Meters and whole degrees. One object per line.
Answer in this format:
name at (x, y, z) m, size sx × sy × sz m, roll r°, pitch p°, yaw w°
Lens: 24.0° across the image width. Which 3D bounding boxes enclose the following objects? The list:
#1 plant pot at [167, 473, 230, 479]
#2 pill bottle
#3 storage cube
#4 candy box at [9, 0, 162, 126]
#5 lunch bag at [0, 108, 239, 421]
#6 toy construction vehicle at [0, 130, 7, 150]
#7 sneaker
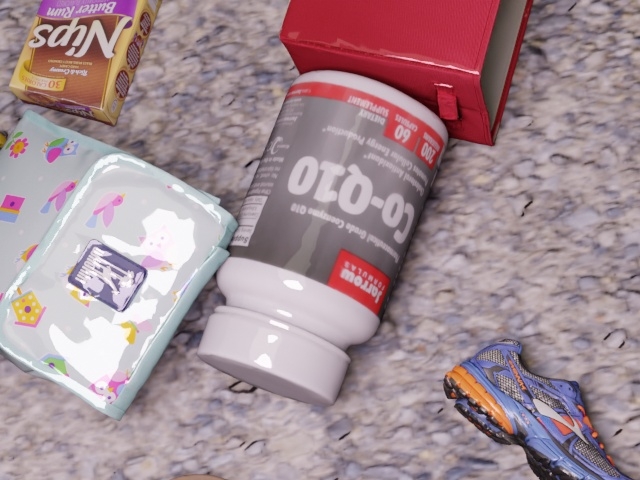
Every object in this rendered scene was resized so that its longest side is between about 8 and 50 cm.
plant pot at (-0.143, 0.311, 1.305) m, size 0.237 × 0.110 × 0.237 m, roll -18°, pitch 58°, yaw 32°
pill bottle at (0.000, 0.000, 1.402) m, size 0.161 × 0.161 × 0.283 m, roll 18°, pitch 77°, yaw 14°
storage cube at (0.091, -0.223, 1.447) m, size 0.193 × 0.183 × 0.215 m, roll 12°, pitch 76°, yaw 14°
candy box at (-0.237, -0.222, 1.569) m, size 0.109 × 0.053 × 0.186 m, roll 15°, pitch 77°, yaw 13°
lunch bag at (-0.219, 0.025, 1.401) m, size 0.262 × 0.160 × 0.223 m, roll 25°, pitch 79°, yaw 40°
toy construction vehicle at (-0.369, -0.069, 1.551) m, size 0.098 × 0.035 × 0.085 m, roll -11°, pitch 71°, yaw 6°
sneaker at (0.217, 0.168, 1.361) m, size 0.221 × 0.083 × 0.087 m, roll 40°, pitch 75°, yaw 15°
